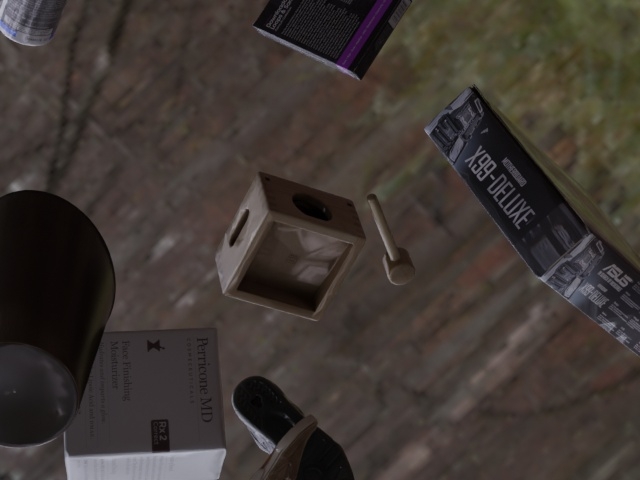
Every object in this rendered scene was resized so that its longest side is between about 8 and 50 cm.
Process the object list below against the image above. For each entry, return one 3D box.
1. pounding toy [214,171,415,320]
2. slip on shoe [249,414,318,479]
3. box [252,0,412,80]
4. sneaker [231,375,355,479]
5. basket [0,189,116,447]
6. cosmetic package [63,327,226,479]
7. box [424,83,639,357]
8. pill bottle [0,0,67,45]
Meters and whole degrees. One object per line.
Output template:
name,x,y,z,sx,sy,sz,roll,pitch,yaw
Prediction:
pounding toy,0.009,-0.006,1.951,0.206,0.181,0.094,17,-150,-23
slip on shoe,-0.043,0.263,1.944,0.041,0.135,0.051,39,174,13
box,0.012,-0.268,1.973,0.162,0.116,0.029,29,172,30
sneaker,-0.027,0.287,2.307,0.227,0.087,0.130,45,177,15
basket,-0.296,0.090,1.694,0.227,0.154,0.204,-92,-6,-60
cosmetic package,-0.209,0.197,1.967,0.151,0.184,0.151,106,159,-68
box,0.266,-0.012,1.840,0.307,0.076,0.242,34,-163,-50
pill bottle,-0.342,-0.313,2.045,0.078,0.137,0.078,18,-141,-16
